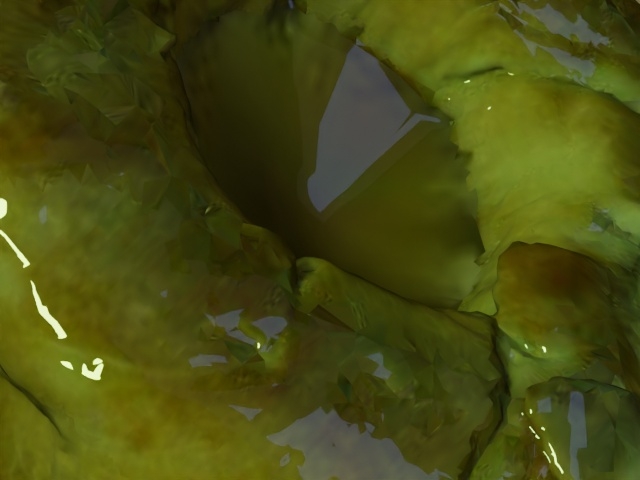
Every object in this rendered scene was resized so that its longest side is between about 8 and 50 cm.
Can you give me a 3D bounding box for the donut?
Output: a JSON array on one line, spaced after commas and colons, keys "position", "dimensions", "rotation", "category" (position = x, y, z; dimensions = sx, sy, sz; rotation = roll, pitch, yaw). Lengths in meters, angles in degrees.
[{"position": [0.000, 0.000, 0.668], "dimensions": [0.360, 0.170, 0.360], "rotation": [18, 49, -22], "category": "donut"}]
